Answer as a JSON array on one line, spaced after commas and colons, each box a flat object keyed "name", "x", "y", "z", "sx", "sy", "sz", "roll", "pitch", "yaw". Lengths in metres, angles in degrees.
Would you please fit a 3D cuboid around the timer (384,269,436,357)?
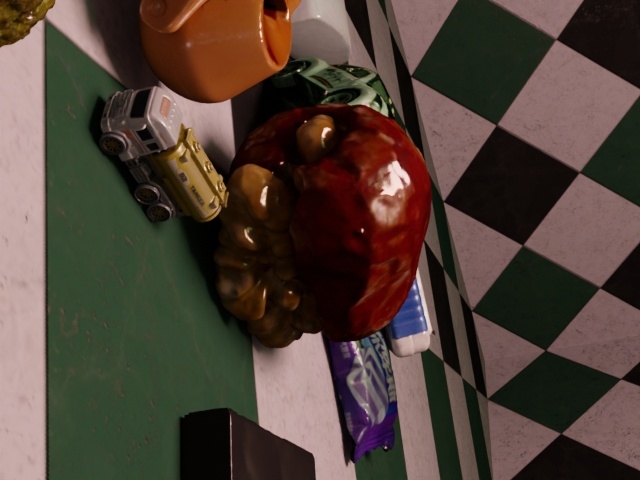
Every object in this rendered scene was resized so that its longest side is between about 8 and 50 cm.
[{"name": "timer", "x": 0.111, "y": 0.074, "z": 1.269, "sx": 0.253, "sy": 0.078, "sz": 0.178, "roll": -152, "pitch": -132, "yaw": -83}]

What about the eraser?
[{"name": "eraser", "x": -0.026, "y": -0.429, "z": 1.237, "sx": 0.189, "sy": 0.104, "sz": 0.290, "roll": 35, "pitch": 45, "yaw": -75}]

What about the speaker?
[{"name": "speaker", "x": -0.056, "y": 0.213, "z": 0.729, "sx": 0.218, "sy": 0.044, "sz": 0.082, "roll": 51, "pitch": 30, "yaw": -61}]

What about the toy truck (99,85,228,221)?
[{"name": "toy truck", "x": -0.124, "y": -0.067, "z": 0.657, "sx": 0.123, "sy": 0.062, "sz": 0.052, "roll": 64, "pitch": 21, "yaw": -44}]

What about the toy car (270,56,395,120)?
[{"name": "toy car", "x": 0.035, "y": -0.156, "z": 1.043, "sx": 0.306, "sy": 0.125, "sz": 0.136, "roll": 43, "pitch": -24, "yaw": 59}]

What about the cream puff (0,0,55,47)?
[{"name": "cream puff", "x": -0.174, "y": -0.168, "z": 0.378, "sx": 0.169, "sy": 0.183, "sz": 0.183, "roll": 79, "pitch": 8, "yaw": -53}]

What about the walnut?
[{"name": "walnut", "x": 0.000, "y": 0.000, "z": 0.833, "sx": 0.244, "sy": 0.221, "sz": 0.269, "roll": -48, "pitch": 142, "yaw": -32}]

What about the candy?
[{"name": "candy", "x": 0.056, "y": 0.174, "z": 1.147, "sx": 0.145, "sy": 0.070, "sz": 0.275, "roll": -5, "pitch": 86, "yaw": -67}]

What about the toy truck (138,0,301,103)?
[{"name": "toy truck", "x": -0.107, "y": -0.264, "z": 0.703, "sx": 0.265, "sy": 0.239, "sz": 0.189, "roll": 39, "pitch": 11, "yaw": 16}]
